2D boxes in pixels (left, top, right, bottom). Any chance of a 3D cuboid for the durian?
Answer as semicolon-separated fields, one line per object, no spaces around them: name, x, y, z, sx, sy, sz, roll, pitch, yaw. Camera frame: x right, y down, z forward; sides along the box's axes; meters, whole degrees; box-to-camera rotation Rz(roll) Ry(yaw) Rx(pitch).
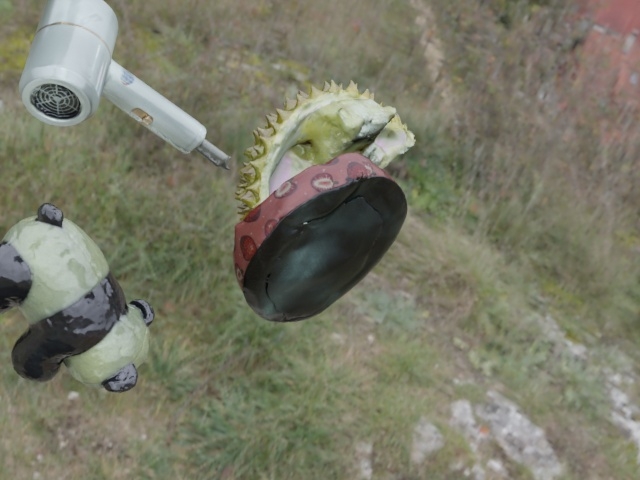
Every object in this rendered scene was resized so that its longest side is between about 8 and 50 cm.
durian;0.001;-0.098;1.316;0.166;0.172;0.306;40;58;17

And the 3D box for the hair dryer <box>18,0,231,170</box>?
hair dryer;-0.253;-0.188;1.480;0.357;0.107;0.173;33;44;-33

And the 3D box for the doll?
doll;-0.289;0.074;1.184;0.234;0.135;0.143;61;32;-20

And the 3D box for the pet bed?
pet bed;0.000;0.000;1.015;0.201;0.201;0.053;-12;51;-38
